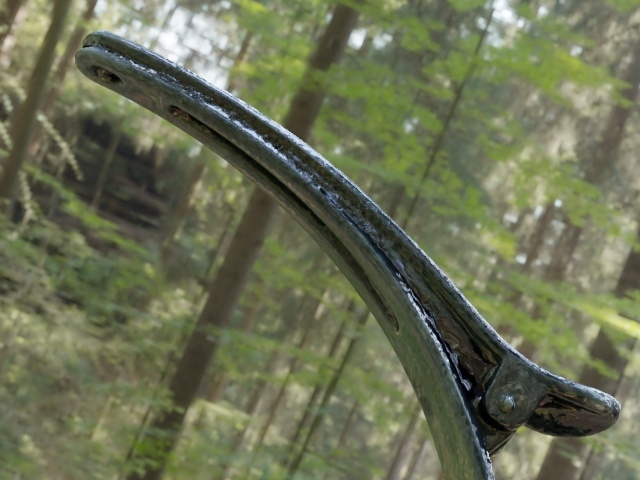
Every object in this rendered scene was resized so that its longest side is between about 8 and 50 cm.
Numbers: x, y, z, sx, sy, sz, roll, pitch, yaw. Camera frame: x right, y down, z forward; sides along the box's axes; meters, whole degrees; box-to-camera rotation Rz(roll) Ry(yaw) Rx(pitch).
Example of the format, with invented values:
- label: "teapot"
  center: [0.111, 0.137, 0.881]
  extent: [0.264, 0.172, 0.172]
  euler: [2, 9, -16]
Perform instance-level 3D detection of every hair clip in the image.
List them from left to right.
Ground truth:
- label: "hair clip"
  center: [0.000, 0.000, 0.524]
  extent: [0.275, 0.083, 0.048]
  euler: [46, -20, 17]
